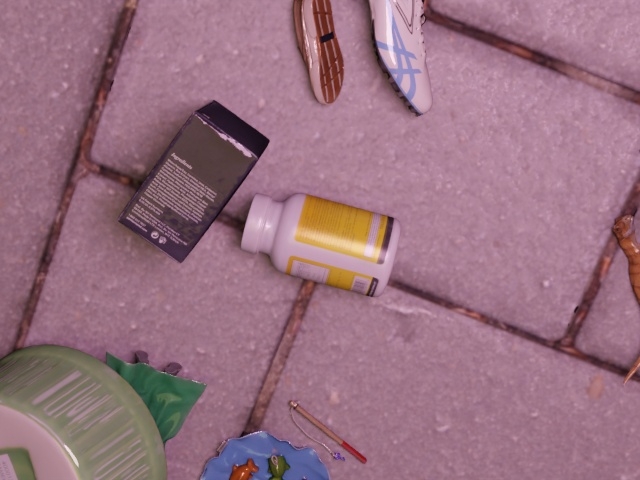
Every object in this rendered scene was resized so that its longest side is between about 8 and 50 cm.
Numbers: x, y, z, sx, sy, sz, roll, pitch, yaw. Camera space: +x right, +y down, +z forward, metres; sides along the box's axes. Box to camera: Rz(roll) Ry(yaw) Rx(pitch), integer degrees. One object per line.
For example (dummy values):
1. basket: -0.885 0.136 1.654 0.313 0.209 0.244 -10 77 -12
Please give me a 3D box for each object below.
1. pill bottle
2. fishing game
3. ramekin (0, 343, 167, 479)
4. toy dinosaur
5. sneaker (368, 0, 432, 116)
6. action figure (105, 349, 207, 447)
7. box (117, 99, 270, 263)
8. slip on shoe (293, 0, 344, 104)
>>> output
1. pill bottle: 0.000 0.000 1.188 0.184 0.103 0.103 15 104 -1
2. fishing game: -0.074 0.346 1.307 0.189 0.041 0.264 41 102 -9
3. ramekin: -0.362 0.297 1.215 0.303 0.148 0.303 5 104 19
4. toy dinosaur: 0.421 0.066 1.212 0.112 0.064 0.211 -11 93 24
5. sneaker: 0.096 -0.263 1.131 0.086 0.085 0.237 -16 103 11
6. action figure: -0.253 0.263 1.285 0.137 0.063 0.232 22 105 -4
7. box: -0.146 -0.074 1.151 0.093 0.156 0.158 36 102 -6
8. slip on shoe: -0.006 -0.232 1.168 0.041 0.051 0.135 8 118 42
